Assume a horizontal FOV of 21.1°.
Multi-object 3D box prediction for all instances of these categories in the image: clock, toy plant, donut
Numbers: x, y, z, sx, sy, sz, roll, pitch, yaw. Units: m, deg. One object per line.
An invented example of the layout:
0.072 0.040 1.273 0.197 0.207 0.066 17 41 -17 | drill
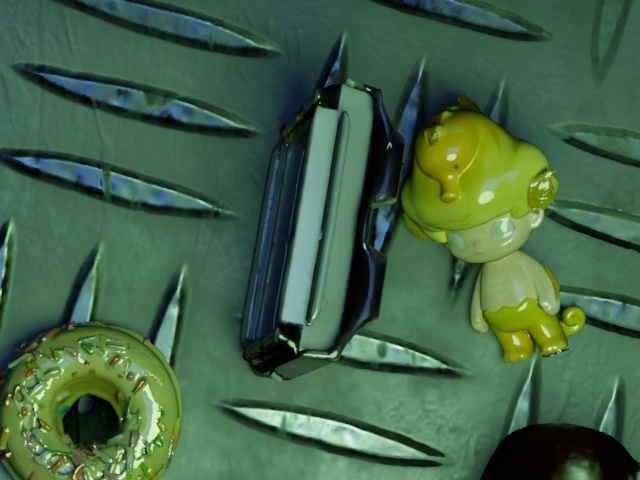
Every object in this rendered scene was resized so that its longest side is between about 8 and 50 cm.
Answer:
0.000 0.000 1.495 0.083 0.186 0.253 12 78 -11 | clock
0.200 0.288 1.471 0.175 0.218 0.235 1 64 17 | toy plant
-0.202 0.150 1.495 0.175 0.068 0.174 2 79 -9 | donut

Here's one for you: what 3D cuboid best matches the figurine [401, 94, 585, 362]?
0.158 -0.012 1.560 0.156 0.131 0.246 -14 98 29 | figurine
